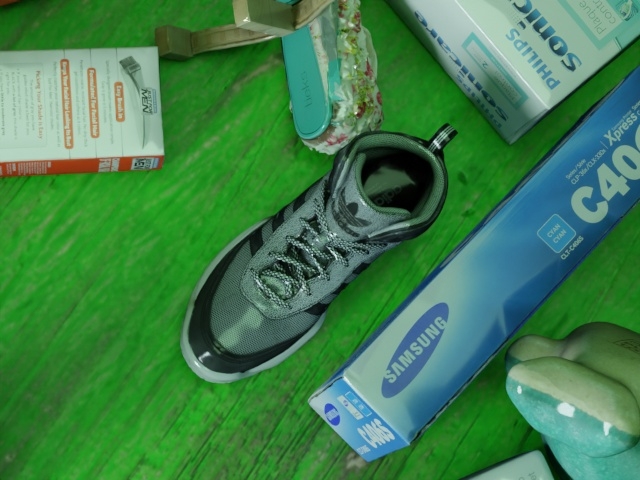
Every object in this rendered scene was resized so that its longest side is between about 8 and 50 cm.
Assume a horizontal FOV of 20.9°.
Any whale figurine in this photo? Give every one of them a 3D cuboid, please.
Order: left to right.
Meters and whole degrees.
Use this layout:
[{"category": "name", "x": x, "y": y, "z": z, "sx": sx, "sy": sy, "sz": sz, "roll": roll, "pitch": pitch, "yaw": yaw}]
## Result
[{"category": "whale figurine", "x": 0.223, "y": 0.146, "z": 1.305, "sx": 0.216, "sy": 0.272, "sz": 0.141, "roll": 25, "pitch": 98, "yaw": 27}]

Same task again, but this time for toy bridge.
[{"category": "toy bridge", "x": -0.043, "y": -0.179, "z": 1.381, "sx": 0.063, "sy": 0.188, "sz": 0.026, "roll": 6, "pitch": 72, "yaw": -52}]

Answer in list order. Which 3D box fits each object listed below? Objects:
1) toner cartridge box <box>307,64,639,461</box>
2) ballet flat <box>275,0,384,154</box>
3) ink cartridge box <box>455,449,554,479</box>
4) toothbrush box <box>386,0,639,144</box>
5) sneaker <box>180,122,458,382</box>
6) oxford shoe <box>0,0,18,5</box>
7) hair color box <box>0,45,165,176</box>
[{"category": "toner cartridge box", "x": 0.144, "y": 0.019, "z": 1.360, "sx": 0.075, "sy": 0.165, "sz": 0.348, "roll": 44, "pitch": 75, "yaw": 3}, {"category": "ballet flat", "x": 0.006, "y": -0.187, "z": 1.434, "sx": 0.077, "sy": 0.091, "sz": 0.241, "roll": 1, "pitch": 81, "yaw": -40}, {"category": "ink cartridge box", "x": 0.067, "y": 0.312, "z": 1.307, "sx": 0.289, "sy": 0.121, "sz": 0.211, "roll": -22, "pitch": 82, "yaw": -13}, {"category": "toothbrush box", "x": 0.208, "y": -0.259, "z": 1.449, "sx": 0.295, "sy": 0.126, "sz": 0.216, "roll": -38, "pitch": 87, "yaw": -13}, {"category": "sneaker", "x": 0.000, "y": 0.000, "z": 1.345, "sx": 0.268, "sy": 0.153, "sz": 0.101, "roll": -42, "pitch": 87, "yaw": -15}, {"category": "oxford shoe", "x": -0.262, "y": -0.257, "z": 1.372, "sx": 0.363, "sy": 0.130, "sz": 0.133, "roll": -32, "pitch": 79, "yaw": -14}, {"category": "hair color box", "x": -0.210, "y": -0.102, "z": 1.383, "sx": 0.167, "sy": 0.053, "sz": 0.093, "roll": -3, "pitch": 78, "yaw": -9}]
